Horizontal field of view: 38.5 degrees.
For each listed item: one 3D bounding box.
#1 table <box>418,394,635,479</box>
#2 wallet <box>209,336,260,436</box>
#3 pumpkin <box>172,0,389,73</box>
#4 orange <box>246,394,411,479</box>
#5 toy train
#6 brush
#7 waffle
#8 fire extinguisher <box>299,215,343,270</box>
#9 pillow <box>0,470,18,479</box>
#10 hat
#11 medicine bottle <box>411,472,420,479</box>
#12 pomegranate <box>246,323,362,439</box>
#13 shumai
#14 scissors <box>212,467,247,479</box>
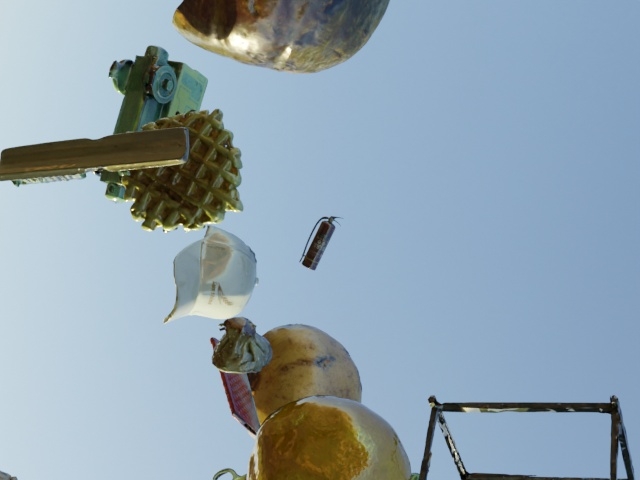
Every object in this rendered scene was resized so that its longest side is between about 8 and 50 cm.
[{"bbox_3d":[0.368,0.439,1.604,0.334,0.272,0.222,-5,-137,24],"label":"table"},{"bbox_3d":[-0.158,0.274,1.721,0.020,0.103,0.196,-33,-138,10],"label":"wallet"},{"bbox_3d":[-0.041,-0.301,1.184,0.312,0.148,0.169,-32,-95,15],"label":"pumpkin"},{"bbox_3d":[0.012,0.390,1.488,0.279,0.279,0.235,-47,-176,35],"label":"orange"},{"bbox_3d":[-0.397,-0.251,2.104,0.150,0.237,0.369,13,-97,24],"label":"toy train"},{"bbox_3d":[-0.310,-0.111,1.256,0.282,0.048,0.054,-5,-112,14],"label":"brush"},{"bbox_3d":[-0.226,-0.113,1.491,0.214,0.054,0.208,-15,-100,15],"label":"waffle"},{"bbox_3d":[0.000,0.000,2.422,0.043,0.064,0.158,-111,-134,-80],"label":"fire extinguisher"},{"bbox_3d":[-0.612,0.372,1.408,0.169,0.255,0.059,-47,154,-46],"label":"pillow"},{"bbox_3d":[-0.288,0.121,2.410,0.168,0.301,0.258,17,-69,18],"label":"hat"},{"bbox_3d":[0.140,0.513,1.847,0.111,0.076,0.309,61,-22,11],"label":"medicine bottle"},{"bbox_3d":[-0.049,0.323,1.959,0.281,0.281,0.281,-35,-135,45],"label":"pomegranate"},{"bbox_3d":[-0.140,0.179,1.641,0.098,0.123,0.087,12,-72,20],"label":"shumai"},{"bbox_3d":[-0.153,0.553,2.137,0.187,0.133,0.020,-43,179,16],"label":"scissors"}]
